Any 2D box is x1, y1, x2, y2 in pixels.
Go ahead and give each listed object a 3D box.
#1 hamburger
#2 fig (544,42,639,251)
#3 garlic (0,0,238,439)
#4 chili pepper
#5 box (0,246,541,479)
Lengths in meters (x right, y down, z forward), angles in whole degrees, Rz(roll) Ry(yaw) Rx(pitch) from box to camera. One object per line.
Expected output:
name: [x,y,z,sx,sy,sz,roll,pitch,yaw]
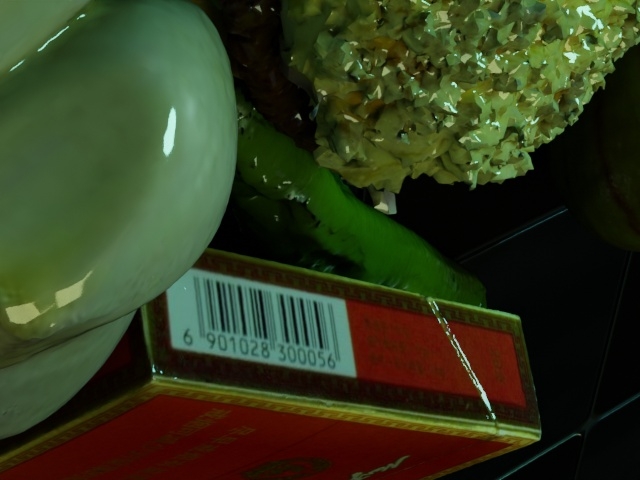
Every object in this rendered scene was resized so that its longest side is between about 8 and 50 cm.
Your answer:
hamburger: [0.062,-0.136,0.595,0.243,0.139,0.261,8,105,-58]
fig: [0.166,-0.120,0.798,0.151,0.151,0.259,-36,115,-17]
garlic: [-0.127,-0.072,0.468,0.203,0.185,0.281,-53,132,-40]
chili pepper: [0.000,0.000,0.740,0.359,0.076,0.085,38,74,-59]
box: [-0.032,0.071,0.692,0.240,0.074,0.153,14,144,-42]
